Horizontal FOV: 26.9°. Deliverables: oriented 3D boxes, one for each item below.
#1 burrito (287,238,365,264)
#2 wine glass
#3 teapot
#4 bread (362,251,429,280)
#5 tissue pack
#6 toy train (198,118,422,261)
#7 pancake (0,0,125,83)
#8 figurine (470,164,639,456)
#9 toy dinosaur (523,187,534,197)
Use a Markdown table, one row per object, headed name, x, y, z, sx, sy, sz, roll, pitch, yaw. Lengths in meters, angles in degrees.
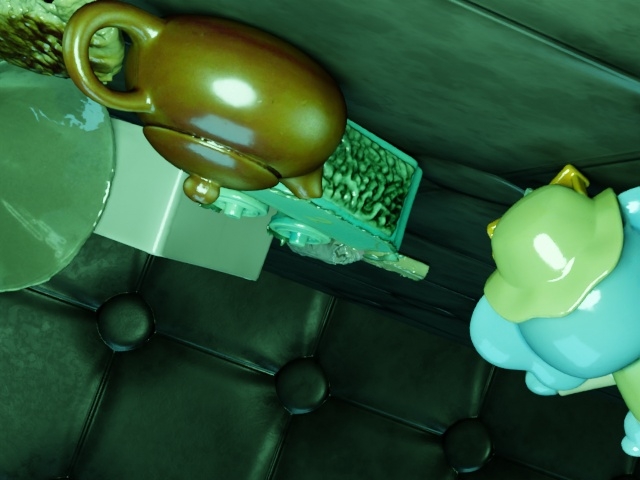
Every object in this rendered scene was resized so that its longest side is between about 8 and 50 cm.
| name | x | y | z | sx | sy | sz | roll | pitch | yaw |
| --- | --- | --- | --- | --- | --- | --- | --- | --- | --- |
| burrito | 0.000 | 0.001 | 2.016 | 0.064 | 0.064 | 0.203 | 24 | 174 | -33 |
| wine glass | -0.460 | -0.128 | 1.518 | 0.406 | 0.267 | 0.267 | 23 | 177 | 35 |
| teapot | -0.087 | -0.099 | 1.017 | 0.252 | 0.135 | 0.178 | 23 | 170 | -35 |
| bread | 0.093 | 0.025 | 2.074 | 0.153 | 0.028 | 0.068 | 21 | 174 | -3 |
| tissue pack | -0.170 | -0.048 | 1.623 | 0.159 | 0.136 | 0.246 | 18 | 179 | 27 |
| toy train | -0.009 | -0.060 | 1.254 | 0.203 | 0.112 | 0.163 | 24 | 167 | -40 |
| pancake | -0.281 | -0.207 | 1.162 | 0.244 | 0.057 | 0.266 | 30 | 169 | -8 |
| figurine | 0.229 | 0.071 | 1.064 | 0.180 | 0.154 | 0.262 | -11 | 115 | 40 |
| toy dinosaur | 0.231 | -0.019 | 1.182 | 0.106 | 0.044 | 0.187 | 7 | 163 | -9 |
